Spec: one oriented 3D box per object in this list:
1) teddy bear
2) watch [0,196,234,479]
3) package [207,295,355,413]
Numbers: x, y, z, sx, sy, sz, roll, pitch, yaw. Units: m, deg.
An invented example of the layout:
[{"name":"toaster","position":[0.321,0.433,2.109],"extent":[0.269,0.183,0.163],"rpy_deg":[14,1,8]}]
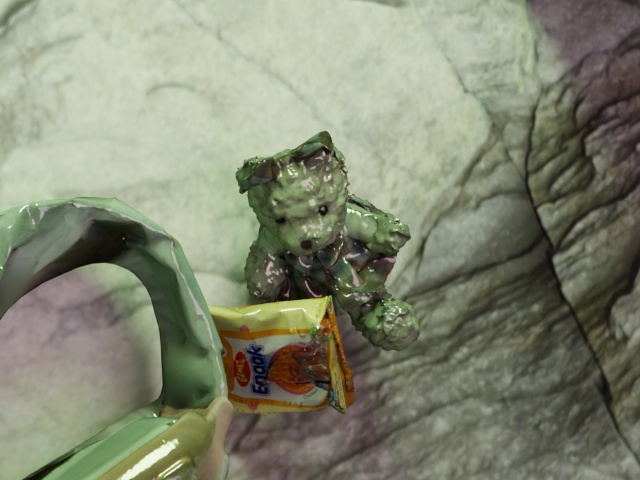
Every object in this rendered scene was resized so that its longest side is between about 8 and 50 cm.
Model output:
[{"name":"teddy bear","position":[0.001,-0.006,1.441],"extent":[0.133,0.111,0.213],"rpy_deg":[-14,123,6]},{"name":"watch","position":[-0.187,0.096,1.313],"extent":[0.253,0.162,0.241],"rpy_deg":[-34,100,-25]},{"name":"package","position":[-0.037,0.089,1.422],"extent":[0.120,0.031,0.108],"rpy_deg":[-4,124,4]}]
